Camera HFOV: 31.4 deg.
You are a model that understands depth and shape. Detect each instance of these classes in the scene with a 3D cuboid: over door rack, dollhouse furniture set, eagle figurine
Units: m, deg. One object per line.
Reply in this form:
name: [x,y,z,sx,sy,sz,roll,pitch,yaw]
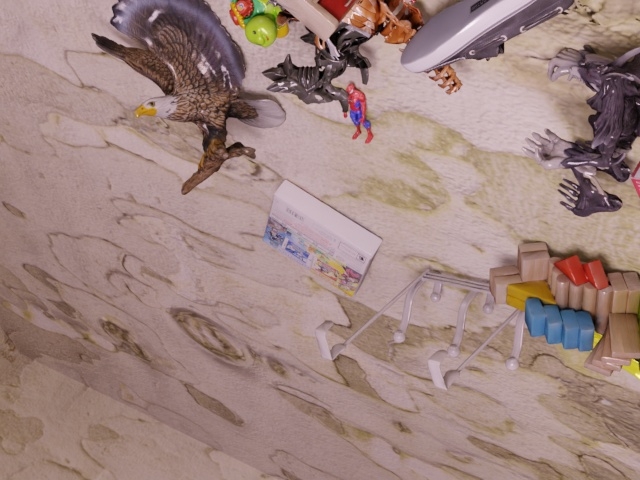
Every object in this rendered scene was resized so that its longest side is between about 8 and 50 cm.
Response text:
over door rack: [0.182,0.149,1.788,0.240,0.324,0.108,10,113,40]
dollhouse furniture set: [0.069,-0.319,1.298,0.129,0.183,0.129,39,153,-7]
eagle figurine: [-0.217,-0.248,1.789,0.226,0.225,0.298,-26,85,17]

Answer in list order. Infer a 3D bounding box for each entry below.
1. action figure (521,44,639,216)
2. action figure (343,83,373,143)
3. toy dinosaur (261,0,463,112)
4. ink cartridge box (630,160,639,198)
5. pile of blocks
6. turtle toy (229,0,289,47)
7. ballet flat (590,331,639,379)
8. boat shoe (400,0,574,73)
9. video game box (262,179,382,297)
action figure: [0.316,-0.140,1.341,0.141,0.164,0.275,20,155,18]
action figure: [0.054,-0.190,1.698,0.038,0.030,0.115,25,150,30]
toy dinosaur: [0.029,-0.285,1.456,0.322,0.164,0.218,51,140,16]
ink cartridge box: [0.469,-0.051,1.336,0.127,0.128,0.176,6,141,44]
pile of blocks: [0.398,0.094,1.632,0.362,0.149,0.112,18,134,27]
turtle toy: [-0.088,-0.314,1.574,0.130,0.066,0.095,56,172,44]
ballet flat: [0.496,0.173,1.738,0.231,0.077,0.077,29,136,16]
boat shoe: [0.198,-0.250,1.345,0.228,0.080,0.076,-31,123,34]
video game box: [0.000,0.000,2.043,0.205,0.048,0.187,32,151,6]
